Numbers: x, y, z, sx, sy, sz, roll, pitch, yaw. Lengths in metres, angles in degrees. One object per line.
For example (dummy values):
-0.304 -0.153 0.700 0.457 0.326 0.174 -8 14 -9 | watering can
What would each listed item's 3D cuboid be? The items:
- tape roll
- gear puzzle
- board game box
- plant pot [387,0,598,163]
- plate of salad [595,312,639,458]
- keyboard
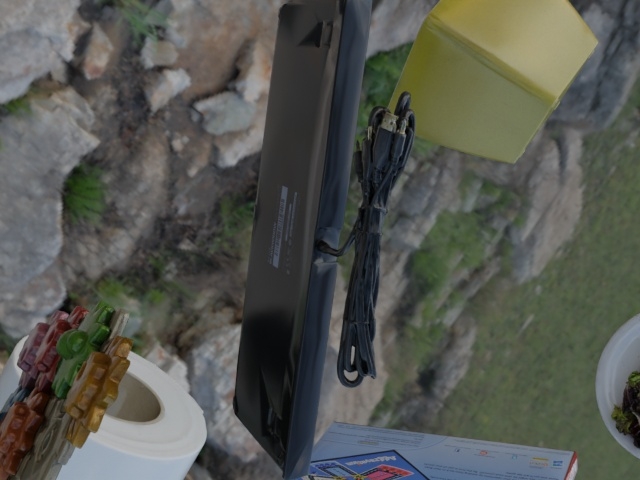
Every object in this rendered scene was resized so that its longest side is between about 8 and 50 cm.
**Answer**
-0.297 0.240 1.219 0.286 0.286 0.100 11 111 -58 | tape roll
-0.231 0.129 0.761 0.044 0.339 0.175 29 70 -22 | gear puzzle
0.110 0.252 0.945 0.145 0.281 0.027 -39 125 -56 | board game box
0.237 -0.232 1.212 0.212 0.187 0.212 -51 171 -30 | plant pot
0.423 0.172 1.092 0.048 0.200 0.200 23 104 -47 | plate of salad
0.000 0.000 0.588 0.033 0.201 0.317 2 102 -24 | keyboard
